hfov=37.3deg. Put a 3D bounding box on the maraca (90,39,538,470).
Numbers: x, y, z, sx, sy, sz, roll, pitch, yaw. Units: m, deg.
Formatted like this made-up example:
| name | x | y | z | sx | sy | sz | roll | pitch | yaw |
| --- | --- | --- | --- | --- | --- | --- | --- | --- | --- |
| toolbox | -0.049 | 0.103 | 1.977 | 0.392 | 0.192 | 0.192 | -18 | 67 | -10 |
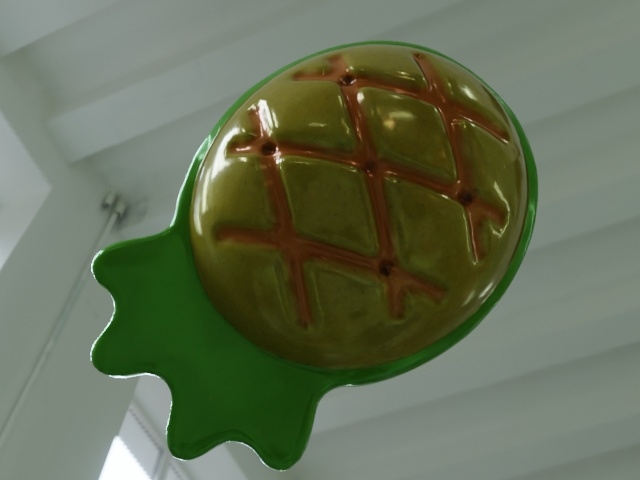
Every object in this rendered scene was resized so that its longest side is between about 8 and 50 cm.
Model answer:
| name | x | y | z | sx | sy | sz | roll | pitch | yaw |
| --- | --- | --- | --- | --- | --- | --- | --- | --- | --- |
| maraca | 0.000 | 0.000 | 0.358 | 0.186 | 0.099 | 0.127 | -42 | -103 | -12 |
